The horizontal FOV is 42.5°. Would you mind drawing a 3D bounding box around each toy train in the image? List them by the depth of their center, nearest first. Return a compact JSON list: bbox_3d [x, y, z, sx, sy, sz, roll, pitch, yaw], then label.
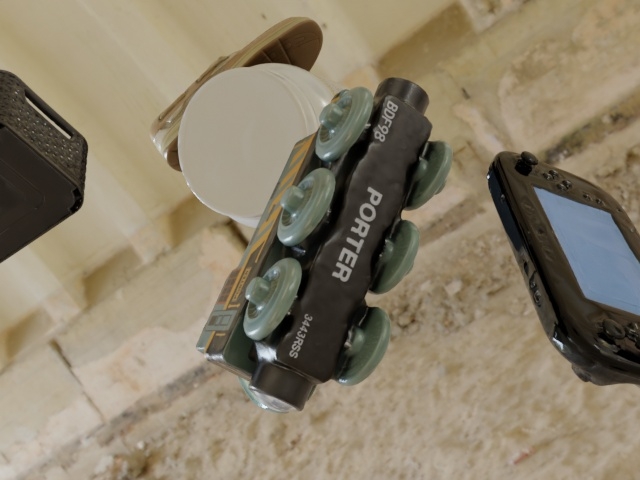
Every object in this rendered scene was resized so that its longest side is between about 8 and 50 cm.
[{"bbox_3d":[0.000,0.000,0.783,0.190,0.142,0.333,-12,52,61],"label":"toy train"}]

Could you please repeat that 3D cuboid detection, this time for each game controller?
[{"bbox_3d":[0.261,0.021,0.791,0.319,0.167,0.067,-95,19,-52],"label":"game controller"}]

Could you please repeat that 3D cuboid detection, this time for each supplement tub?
[{"bbox_3d":[-0.038,-0.136,1.251,0.241,0.241,0.331,-34,-12,22],"label":"supplement tub"}]

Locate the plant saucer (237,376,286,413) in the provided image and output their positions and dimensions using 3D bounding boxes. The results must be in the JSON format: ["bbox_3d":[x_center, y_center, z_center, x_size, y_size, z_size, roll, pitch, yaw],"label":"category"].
[{"bbox_3d":[-0.081,0.184,1.105,0.021,0.119,0.119,-25,-1,-35],"label":"plant saucer"}]

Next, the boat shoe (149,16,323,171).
[{"bbox_3d":[-0.148,-0.265,1.380,0.341,0.110,0.121,-40,-36,-1],"label":"boat shoe"}]

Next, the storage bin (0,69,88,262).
[{"bbox_3d":[-0.313,-0.051,0.743,0.180,0.122,0.084,-30,40,16],"label":"storage bin"}]
